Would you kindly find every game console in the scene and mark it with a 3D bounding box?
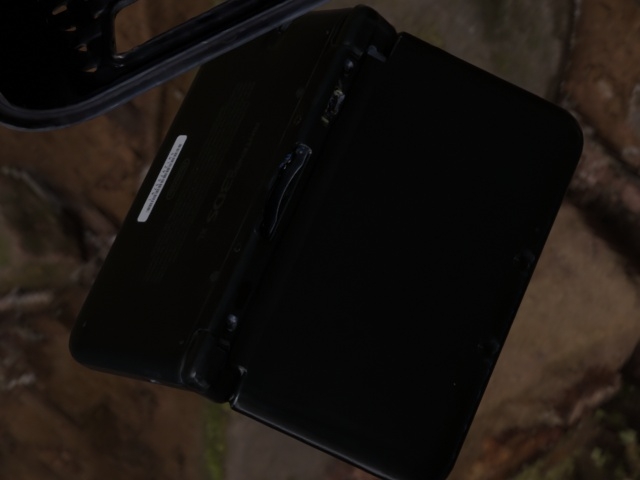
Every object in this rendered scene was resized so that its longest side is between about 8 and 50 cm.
[{"bbox_3d":[0.000,0.000,0.482,0.071,0.122,0.107,36,160,-35],"label":"game console"}]

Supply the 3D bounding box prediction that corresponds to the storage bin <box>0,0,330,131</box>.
[{"bbox_3d":[-0.046,-0.113,0.310,0.084,0.122,0.180,63,177,25],"label":"storage bin"}]
